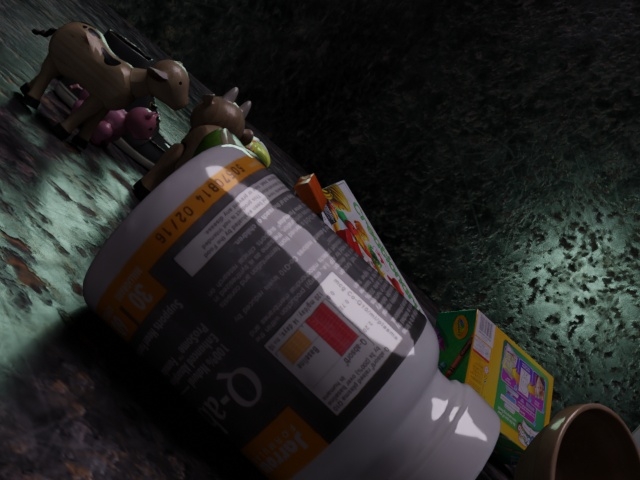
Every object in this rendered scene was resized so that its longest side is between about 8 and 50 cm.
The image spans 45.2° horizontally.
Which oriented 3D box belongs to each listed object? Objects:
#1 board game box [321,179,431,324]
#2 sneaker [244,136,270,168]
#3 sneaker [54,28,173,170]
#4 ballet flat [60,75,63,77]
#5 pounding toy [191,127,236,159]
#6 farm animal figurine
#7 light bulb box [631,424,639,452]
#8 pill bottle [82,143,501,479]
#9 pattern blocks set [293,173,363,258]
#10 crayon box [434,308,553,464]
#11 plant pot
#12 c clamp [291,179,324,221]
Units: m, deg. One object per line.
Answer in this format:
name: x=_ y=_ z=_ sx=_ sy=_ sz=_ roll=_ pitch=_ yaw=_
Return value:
board game box: x=0.069 y=0.056 z=1.216 sx=0.305 sy=0.053 sz=0.193 roll=59 pitch=21 yaw=-1
sneaker: x=-0.207 y=-0.226 z=1.848 sx=0.208 sy=0.081 sz=0.094 roll=34 pitch=17 yaw=-23
sneaker: x=-0.241 y=-0.181 z=1.066 sx=0.222 sy=0.118 sz=0.083 roll=39 pitch=7 yaw=-36
ballet flat: x=-0.369 y=-0.276 z=1.178 sx=0.070 sy=0.070 sz=0.188 roll=42 pitch=3 yaw=-17
pounding toy: x=-0.099 y=0.022 z=0.729 sx=0.183 sy=0.110 sz=0.237 roll=-109 pitch=179 yaw=-73
farm animal figurine: x=-0.156 y=-0.116 z=0.918 sx=0.327 sy=0.172 sz=0.330 roll=48 pitch=8 yaw=36
light bulb box: x=0.701 y=0.485 z=1.505 sx=0.225 sy=0.358 sz=0.361 roll=45 pitch=5 yaw=34
pill bottle: x=-0.018 y=0.077 z=0.551 sx=0.278 sy=0.162 sz=0.162 roll=43 pitch=6 yaw=3
pattern blocks set: x=0.014 y=0.068 z=0.806 sx=0.325 sy=0.026 sz=0.285 roll=50 pitch=26 yaw=-62
crayon box: x=0.288 y=0.253 z=1.292 sx=0.081 sy=0.165 sz=0.278 roll=-12 pitch=-40 yaw=41
plant pot: x=0.352 y=0.352 z=1.084 sx=0.237 sy=0.237 sz=0.109 roll=41 pitch=-34 yaw=-24
c clamp: x=-0.015 y=0.012 z=0.888 sx=0.161 sy=0.022 sz=0.137 roll=-77 pitch=147 yaw=-46
